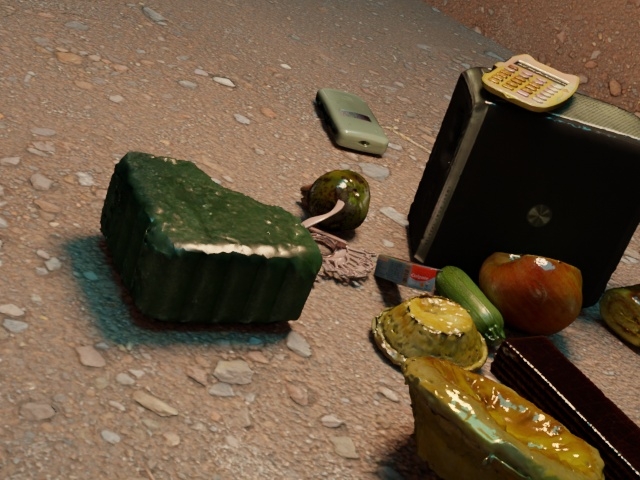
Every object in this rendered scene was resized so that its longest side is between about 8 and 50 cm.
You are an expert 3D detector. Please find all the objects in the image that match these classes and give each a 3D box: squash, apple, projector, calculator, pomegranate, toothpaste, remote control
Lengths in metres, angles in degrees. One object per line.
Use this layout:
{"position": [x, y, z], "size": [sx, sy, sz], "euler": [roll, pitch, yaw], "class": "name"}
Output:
{"position": [0.275, 0.118, 1.906], "size": [0.068, 0.077, 0.219], "euler": [-31, 43, -4], "class": "squash"}
{"position": [0.393, 0.093, 1.926], "size": [0.173, 0.160, 0.195], "euler": [36, -17, -26], "class": "apple"}
{"position": [0.424, -0.105, 2.066], "size": [0.405, 0.395, 0.242], "euler": [15, 27, -7], "class": "projector"}
{"position": [0.393, -0.293, 1.931], "size": [0.157, 0.033, 0.236], "euler": [30, 33, 20], "class": "calculator"}
{"position": [0.025, -0.091, 2.066], "size": [0.163, 0.125, 0.138], "euler": [35, 43, 29], "class": "pomegranate"}
{"position": [0.162, 0.061, 1.879], "size": [0.070, 0.044, 0.193], "euler": [13, 1, -15], "class": "toothpaste"}
{"position": [0.072, -0.305, 2.577], "size": [0.140, 0.056, 0.296], "euler": [12, 26, -20], "class": "remote control"}

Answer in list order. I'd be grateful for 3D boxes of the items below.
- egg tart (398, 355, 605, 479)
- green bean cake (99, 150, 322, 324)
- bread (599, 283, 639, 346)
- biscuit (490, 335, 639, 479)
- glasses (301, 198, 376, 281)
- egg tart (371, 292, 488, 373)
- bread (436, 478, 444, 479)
{"position": [0.237, 0.285, 1.445], "size": [0.341, 0.132, 0.341], "euler": [29, 7, -4], "class": "egg tart"}
{"position": [-0.186, 0.004, 1.698], "size": [0.308, 0.169, 0.300], "euler": [5, 32, -30], "class": "green bean cake"}
{"position": [0.667, 0.144, 2.091], "size": [0.172, 0.103, 0.132], "euler": [-6, 36, -40], "class": "bread"}
{"position": [0.438, 0.298, 1.681], "size": [0.107, 0.073, 0.388], "euler": [-2, 34, -34], "class": "biscuit"}
{"position": [0.001, 0.009, 1.901], "size": [0.255, 0.095, 0.162], "euler": [-5, 44, -37], "class": "glasses"}
{"position": [0.194, 0.157, 1.767], "size": [0.212, 0.090, 0.212], "euler": [13, 26, -6], "class": "egg tart"}
{"position": [0.176, 0.366, 1.392], "size": [0.085, 0.053, 0.085], "euler": [30, 9, -5], "class": "bread"}
